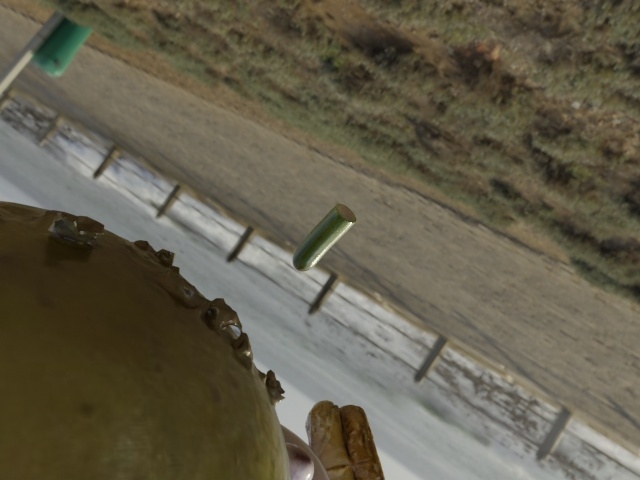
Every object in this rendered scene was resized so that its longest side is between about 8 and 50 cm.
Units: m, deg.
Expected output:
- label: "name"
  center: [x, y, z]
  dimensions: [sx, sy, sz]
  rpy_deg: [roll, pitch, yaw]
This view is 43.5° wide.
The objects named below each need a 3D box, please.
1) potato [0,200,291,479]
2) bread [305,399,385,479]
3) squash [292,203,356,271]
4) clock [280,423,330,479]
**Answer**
- label: "potato"
  center: [-0.182, 0.193, 0.494]
  dimensions: [0.320, 0.441, 0.385]
  rpy_deg: [4, 168, -28]
- label: "bread"
  center: [0.047, 0.400, 1.443]
  dimensions: [0.198, 0.120, 0.236]
  rpy_deg: [93, 161, -83]
- label: "squash"
  center: [0.000, 0.000, 0.803]
  dimensions: [0.027, 0.083, 0.027]
  rpy_deg: [33, -151, -21]
- label: "clock"
  center: [-0.119, 0.372, 0.867]
  dimensions: [0.251, 0.376, 0.368]
  rpy_deg: [28, 174, -20]
